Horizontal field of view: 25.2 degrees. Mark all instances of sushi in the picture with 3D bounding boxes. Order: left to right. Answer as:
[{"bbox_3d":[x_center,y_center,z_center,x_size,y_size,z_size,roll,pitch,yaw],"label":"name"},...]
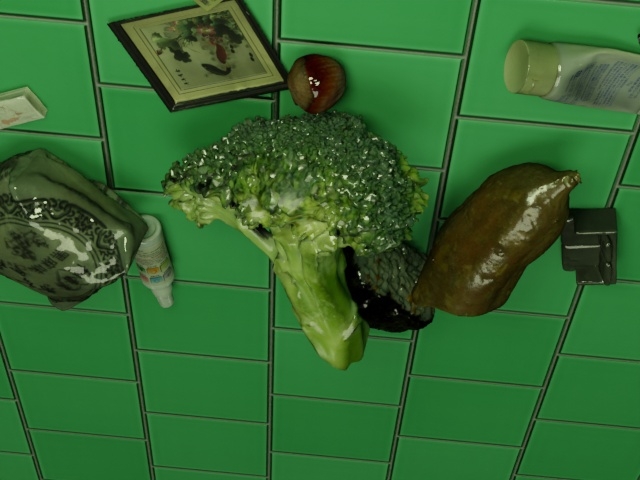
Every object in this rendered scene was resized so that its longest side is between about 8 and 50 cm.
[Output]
[{"bbox_3d":[0.085,0.063,2.233,0.126,0.136,0.225,-6,150,31],"label":"sushi"}]

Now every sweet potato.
[{"bbox_3d":[0.257,-0.011,2.090,0.158,0.158,0.369,17,134,-16],"label":"sweet potato"}]

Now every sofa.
[{"bbox_3d":[0.407,0.016,2.178,0.085,0.060,0.147,0,146,10],"label":"sofa"}]

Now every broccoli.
[{"bbox_3d":[0.014,-0.001,1.978,0.397,0.275,0.353,59,160,-11],"label":"broccoli"}]

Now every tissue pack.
[{"bbox_3d":[-0.449,-0.185,2.042,0.108,0.023,0.056,-10,143,22],"label":"tissue pack"}]

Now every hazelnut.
[{"bbox_3d":[-0.003,-0.208,1.901,0.086,0.086,0.086,4,146,3],"label":"hazelnut"}]

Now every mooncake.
[{"bbox_3d":[-0.419,-0.012,2.173,0.250,0.136,0.254,37,137,-24],"label":"mooncake"}]

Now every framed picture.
[{"bbox_3d":[-0.157,-0.247,1.918,0.199,0.010,0.195,-8,143,20],"label":"framed picture"}]

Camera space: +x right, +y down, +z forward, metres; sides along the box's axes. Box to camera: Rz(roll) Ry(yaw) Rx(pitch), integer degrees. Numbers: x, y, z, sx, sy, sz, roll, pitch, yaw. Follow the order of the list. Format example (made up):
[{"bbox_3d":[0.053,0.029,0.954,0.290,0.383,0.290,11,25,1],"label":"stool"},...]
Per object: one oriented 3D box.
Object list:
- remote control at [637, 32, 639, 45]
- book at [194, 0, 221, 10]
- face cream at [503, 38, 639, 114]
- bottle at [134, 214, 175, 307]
[{"bbox_3d":[0.449,-0.259,1.805,0.096,0.014,0.039,-9,143,19],"label":"remote control"},{"bbox_3d":[-0.156,-0.337,1.774,0.111,0.014,0.077,37,135,-28],"label":"book"},{"bbox_3d":[0.352,-0.212,1.863,0.224,0.070,0.114,4,149,-20],"label":"face cream"},{"bbox_3d":[-0.268,0.042,2.320,0.060,0.060,0.217,1,145,7],"label":"bottle"}]
